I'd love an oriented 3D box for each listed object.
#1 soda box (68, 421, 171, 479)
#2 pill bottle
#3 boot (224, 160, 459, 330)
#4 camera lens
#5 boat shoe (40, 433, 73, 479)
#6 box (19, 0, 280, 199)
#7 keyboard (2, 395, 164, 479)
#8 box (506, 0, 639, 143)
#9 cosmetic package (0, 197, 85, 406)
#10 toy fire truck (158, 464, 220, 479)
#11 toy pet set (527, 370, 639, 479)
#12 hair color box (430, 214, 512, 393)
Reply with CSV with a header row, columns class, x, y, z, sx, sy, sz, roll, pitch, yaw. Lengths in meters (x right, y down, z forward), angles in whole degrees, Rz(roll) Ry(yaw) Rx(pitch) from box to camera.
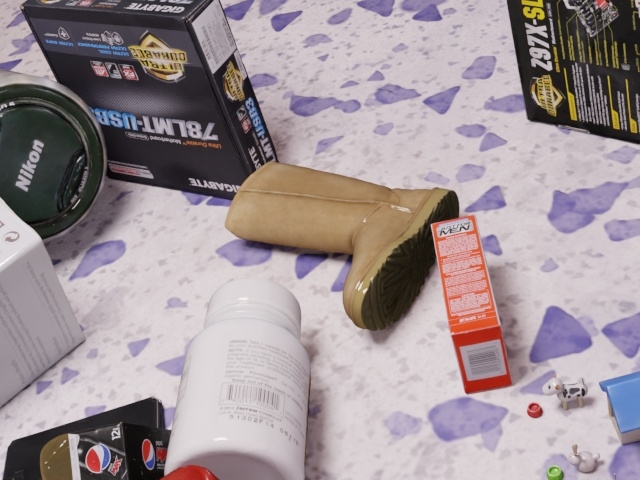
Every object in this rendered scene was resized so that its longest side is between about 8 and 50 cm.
class,x,y,z,sx,sy,sz,roll,pitch,yaw
soda box,-0.175,0.209,0.964,0.053,0.169,0.060,-13,74,10
pill bottle,-0.076,0.152,1.020,0.131,0.131,0.229,-10,40,12
boot,0.000,0.000,1.205,0.270,0.089,0.236,11,38,31
camera lens,-0.425,-0.118,1.364,0.219,0.219,0.274,-36,27,-19
boat shoe,-0.245,0.257,0.990,0.056,0.048,0.153,-24,38,0
box,-0.218,-0.193,1.345,0.296,0.293,0.073,12,48,32
keyboard,-0.253,0.232,1.087,0.180,0.023,0.108,-18,33,2
box,0.344,-0.258,1.170,0.257,0.322,0.079,20,55,38
cosmetic package,-0.472,0.133,1.118,0.385,0.217,0.156,-38,59,-25
toy fire truck,-0.149,0.341,0.837,0.254,0.169,0.302,-23,32,35
toy pet set,0.251,0.164,0.925,0.114,0.065,0.122,-16,40,5
hair color box,0.155,0.063,1.058,0.053,0.093,0.167,-12,40,9
